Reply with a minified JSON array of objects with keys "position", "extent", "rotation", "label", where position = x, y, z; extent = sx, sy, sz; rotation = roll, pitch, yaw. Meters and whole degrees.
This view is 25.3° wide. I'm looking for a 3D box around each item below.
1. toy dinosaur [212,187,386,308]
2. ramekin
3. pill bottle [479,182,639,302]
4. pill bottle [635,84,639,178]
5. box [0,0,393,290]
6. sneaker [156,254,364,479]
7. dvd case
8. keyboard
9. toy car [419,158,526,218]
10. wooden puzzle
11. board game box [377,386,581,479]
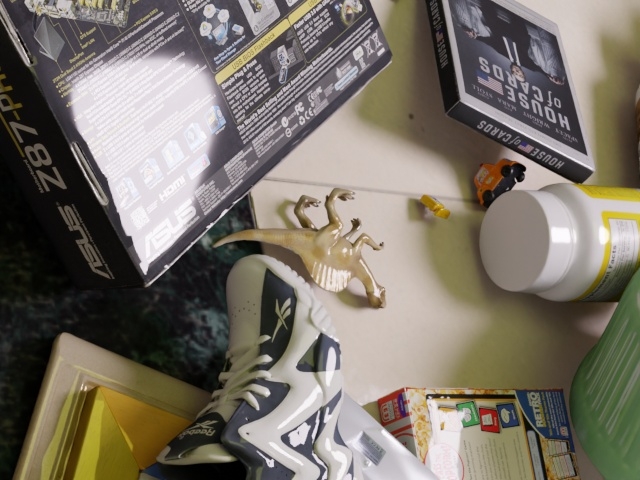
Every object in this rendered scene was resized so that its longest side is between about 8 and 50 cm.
[{"position":[0.000,0.000,1.276],"extent":[0.183,0.053,0.092],"rotation":[25,58,-25],"label":"toy dinosaur"},{"position":[0.399,0.134,1.329],"extent":[0.303,0.148,0.303],"rotation":[8,36,-6],"label":"ramekin"},{"position":[0.269,0.003,1.428],"extent":[0.208,0.119,0.119],"rotation":[3,68,-35],"label":"pill bottle"},{"position":[0.419,-0.131,1.593],"extent":[0.131,0.131,0.229],"rotation":[19,59,-28],"label":"pill bottle"},{"position":[-0.122,-0.194,1.181],"extent":[0.395,0.097,0.318],"rotation":[-46,121,-41],"label":"box"},{"position":[-0.062,0.122,1.084],"extent":[0.153,0.094,0.235],"rotation":[0,75,-46],"label":"sneaker"},{"position":[0.190,-0.179,1.474],"extent":[0.179,0.029,0.238],"rotation":[24,39,-26],"label":"dvd case"},{"position":[0.035,0.182,1.195],"extent":[0.256,0.014,0.072],"rotation":[43,49,-7],"label":"keyboard"},{"position":[0.149,-0.059,1.415],"extent":[0.122,0.060,0.040],"rotation":[-7,41,-45],"label":"toy car"},{"position":[-0.129,0.207,1.089],"extent":[0.221,0.044,0.238],"rotation":[26,56,-24],"label":"wooden puzzle"},{"position":[0.151,0.208,1.293],"extent":[0.193,0.045,0.146],"rotation":[5,66,-34],"label":"board game box"}]
